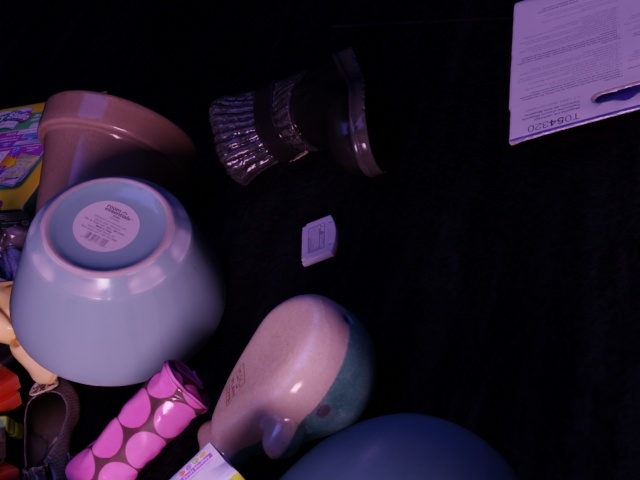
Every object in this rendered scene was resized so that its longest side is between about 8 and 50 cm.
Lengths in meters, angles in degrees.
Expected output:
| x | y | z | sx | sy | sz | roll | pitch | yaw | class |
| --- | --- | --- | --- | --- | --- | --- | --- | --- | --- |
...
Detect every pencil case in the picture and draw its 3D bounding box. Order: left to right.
| x | y | z | sx | sy | sz | roll | pitch | yaw | class |
| --- | --- | --- | --- | --- | --- | --- | --- | --- | --- |
| -0.226 | 0.241 | 1.416 | 0.209 | 0.098 | 0.095 | -44 | 74 | 12 | pencil case |

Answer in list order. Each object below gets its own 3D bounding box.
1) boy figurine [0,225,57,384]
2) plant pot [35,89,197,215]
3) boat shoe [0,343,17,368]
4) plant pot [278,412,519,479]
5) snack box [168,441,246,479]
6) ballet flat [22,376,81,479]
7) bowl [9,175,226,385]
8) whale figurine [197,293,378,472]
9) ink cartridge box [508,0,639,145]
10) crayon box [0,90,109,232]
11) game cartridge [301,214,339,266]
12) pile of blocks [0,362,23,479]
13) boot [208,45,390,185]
| x | y | z | sx | sy | sz | roll | pitch | yaw | class |
| --- | --- | --- | --- | --- | --- | --- | --- | --- | --- |
| -0.453 | 0.095 | 1.684 | 0.092 | 0.177 | 0.285 | -58 | 44 | 24 | boy figurine |
| -0.356 | -0.082 | 1.827 | 0.263 | 0.263 | 0.229 | 0 | 64 | 38 | plant pot |
| -0.568 | 0.162 | 1.784 | 0.324 | 0.120 | 0.122 | -39 | 36 | -7 | boat shoe |
| 0.065 | 0.296 | 1.010 | 0.293 | 0.293 | 0.235 | -8 | 29 | 31 | plant pot |
| -0.111 | 0.336 | 1.151 | 0.174 | 0.207 | 0.070 | -42 | 36 | -13 | snack box |
| -0.381 | 0.267 | 1.569 | 0.084 | 0.058 | 0.250 | -26 | 36 | 9 | ballet flat |
| -0.287 | 0.030 | 1.574 | 0.311 | 0.163 | 0.312 | 2 | 51 | -2 | bowl |
| -0.039 | 0.194 | 1.357 | 0.272 | 0.141 | 0.216 | -49 | 25 | 19 | whale figurine |
| 0.424 | -0.260 | 1.562 | 0.324 | 0.071 | 0.330 | -13 | 43 | 25 | ink cartridge box |
| -0.578 | -0.127 | 2.146 | 0.363 | 0.106 | 0.313 | -3 | 44 | 35 | crayon box |
| 0.000 | 0.000 | 1.627 | 0.056 | 0.017 | 0.083 | -23 | 36 | 20 | game cartridge |
| -0.451 | 0.315 | 1.530 | 0.112 | 0.149 | 0.362 | -3 | 48 | 2 | pile of blocks |
| -0.038 | -0.160 | 1.739 | 0.260 | 0.131 | 0.348 | -21 | 26 | 6 | boot |
